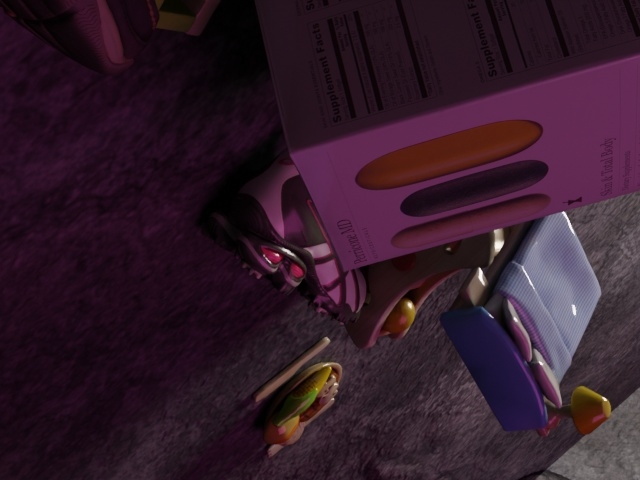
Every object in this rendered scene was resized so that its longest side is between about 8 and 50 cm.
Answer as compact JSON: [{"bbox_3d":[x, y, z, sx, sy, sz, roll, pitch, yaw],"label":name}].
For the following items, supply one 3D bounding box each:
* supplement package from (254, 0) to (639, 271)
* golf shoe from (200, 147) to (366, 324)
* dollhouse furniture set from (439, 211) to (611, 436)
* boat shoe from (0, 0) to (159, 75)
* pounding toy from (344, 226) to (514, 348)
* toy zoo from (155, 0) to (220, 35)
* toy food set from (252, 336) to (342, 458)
[{"bbox_3d":[0.104,-0.132,0.948,0.262,0.198,0.199,-15,153,5],"label":"supplement package"},{"bbox_3d":[0.000,0.000,1.235,0.120,0.105,0.273,-54,156,0],"label":"golf shoe"},{"bbox_3d":[0.249,-0.016,1.214,0.198,0.303,0.286,-12,-154,39],"label":"dollhouse furniture set"},{"bbox_3d":[-0.134,-0.222,0.586,0.130,0.132,0.355,-45,146,-18],"label":"boat shoe"},{"bbox_3d":[0.135,-0.007,1.373,0.154,0.154,0.270,-9,137,-53],"label":"pounding toy"},{"bbox_3d":[-0.124,-0.222,0.772,0.293,0.030,0.192,-3,131,-57],"label":"toy zoo"},{"bbox_3d":[-0.018,0.202,1.588,0.132,0.038,0.192,-39,155,-17],"label":"toy food set"}]
